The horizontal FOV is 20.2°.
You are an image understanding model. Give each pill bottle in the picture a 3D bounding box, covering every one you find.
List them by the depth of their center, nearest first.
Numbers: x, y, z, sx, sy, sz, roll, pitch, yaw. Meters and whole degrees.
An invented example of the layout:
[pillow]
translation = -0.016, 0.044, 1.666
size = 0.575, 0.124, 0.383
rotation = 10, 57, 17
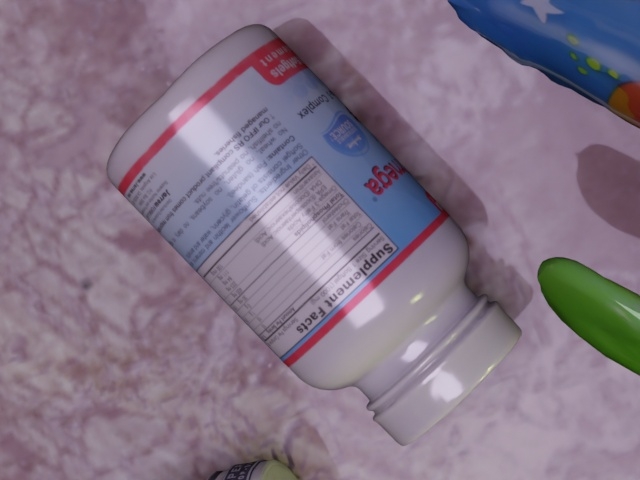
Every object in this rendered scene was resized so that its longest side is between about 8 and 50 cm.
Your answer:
[pill bottle]
translation = 0.000, 0.000, 0.698
size = 0.087, 0.087, 0.160
rotation = -44, 89, 13

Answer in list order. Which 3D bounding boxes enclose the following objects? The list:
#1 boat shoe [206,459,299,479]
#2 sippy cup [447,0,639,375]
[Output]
[boat shoe]
translation = -0.013, 0.226, 0.731
size = 0.088, 0.096, 0.267
rotation = -20, 93, 16
[sippy cup]
translation = 0.172, -0.112, 0.592
size = 0.224, 0.305, 0.240
rotation = 23, 130, 17
